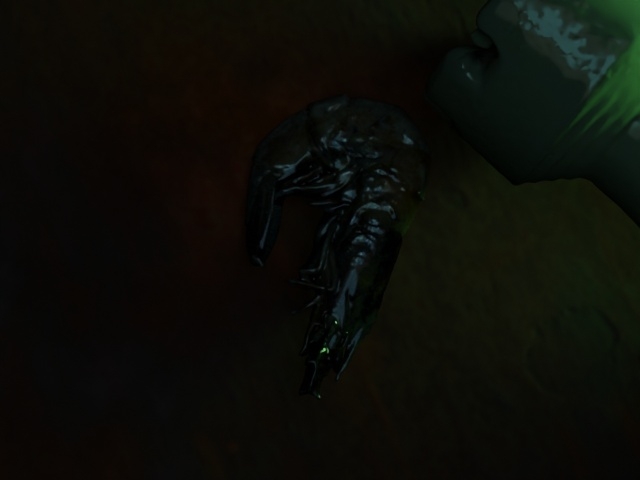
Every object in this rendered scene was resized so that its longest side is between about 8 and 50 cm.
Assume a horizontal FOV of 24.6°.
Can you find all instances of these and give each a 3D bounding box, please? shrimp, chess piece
[{"bbox_3d":[0.000,0.000,0.748,0.091,0.034,0.161,16,75,2],"label":"shrimp"},{"bbox_3d":[0.197,-0.018,0.719,0.299,0.194,0.194,41,78,4],"label":"chess piece"}]
